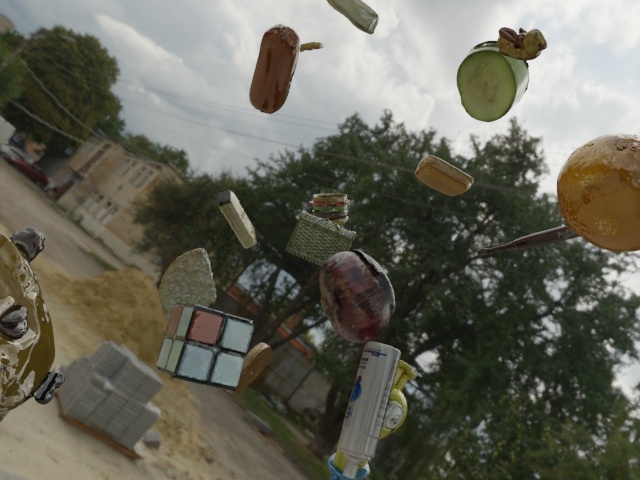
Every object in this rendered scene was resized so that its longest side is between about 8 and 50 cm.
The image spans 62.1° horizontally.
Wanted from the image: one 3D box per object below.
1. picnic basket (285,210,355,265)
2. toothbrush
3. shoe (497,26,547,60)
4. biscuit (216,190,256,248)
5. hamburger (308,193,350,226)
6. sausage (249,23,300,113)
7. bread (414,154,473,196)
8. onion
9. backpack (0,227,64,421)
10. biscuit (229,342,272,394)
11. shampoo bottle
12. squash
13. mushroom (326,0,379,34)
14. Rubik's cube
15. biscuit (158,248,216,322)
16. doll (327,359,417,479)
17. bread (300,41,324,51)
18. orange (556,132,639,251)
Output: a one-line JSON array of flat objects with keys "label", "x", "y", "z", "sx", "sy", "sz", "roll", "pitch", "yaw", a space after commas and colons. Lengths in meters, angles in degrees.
[{"label": "picnic basket", "x": 0.000, "y": 0.000, "z": 1.783, "sx": 0.197, "sy": 0.154, "sz": 0.134, "roll": 22, "pitch": -7, "yaw": -3}, {"label": "toothbrush", "x": 0.615, "y": -0.002, "z": 1.504, "sx": 0.364, "sy": 0.040, "sz": 0.041, "roll": -19, "pitch": -53, "yaw": 38}, {"label": "shoe", "x": 0.448, "y": -0.444, "z": 1.198, "sx": 0.109, "sy": 0.072, "sz": 0.069, "roll": 47, "pitch": -3, "yaw": 44}, {"label": "biscuit", "x": -0.224, "y": -0.053, "z": 1.438, "sx": 0.188, "sy": 0.052, "sz": 0.056, "roll": 65, "pitch": 5, "yaw": -46}, {"label": "hamburger", "x": 0.039, "y": -0.118, "z": 2.152, "sx": 0.175, "sy": 0.175, "sz": 0.136, "roll": 20, "pitch": -65, "yaw": 55}, {"label": "sausage", "x": -0.088, "y": -0.327, "z": 1.020, "sx": 0.076, "sy": 0.076, "sz": 0.197, "roll": 37, "pitch": -35, "yaw": 7}, {"label": "bread", "x": 0.431, "y": -0.220, "z": 1.869, "sx": 0.201, "sy": 0.077, "sz": 0.116, "roll": 28, "pitch": -29, "yaw": -7}, {"label": "onion", "x": 0.093, "y": 0.143, "z": 1.380, "sx": 0.246, "sy": 0.190, "sz": 0.246, "roll": 56, "pitch": -23, "yaw": 39}, {"label": "backpack", "x": -0.611, "y": 0.137, "z": 0.917, "sx": 0.377, "sy": 0.201, "sz": 0.353, "roll": 61, "pitch": 14, "yaw": -23}, {"label": "biscuit", "x": -0.198, "y": 0.357, "z": 1.500, "sx": 0.029, "sy": 0.141, "sz": 0.221, "roll": 29, "pitch": 28, "yaw": 16}, {"label": "shampoo bottle", "x": 0.107, "y": 0.393, "z": 1.237, "sx": 0.092, "sy": 0.303, "sz": 0.092, "roll": 17, "pitch": -18, "yaw": 6}, {"label": "squash", "x": 0.488, "y": -0.463, "z": 1.562, "sx": 0.220, "sy": 0.133, "sz": 0.220, "roll": 27, "pitch": -42, "yaw": 27}, {"label": "mushroom", "x": 0.049, "y": -0.525, "z": 1.153, "sx": 0.202, "sy": 0.059, "sz": 0.054, "roll": 48, "pitch": 13, "yaw": 8}, {"label": "Rubik's cube", "x": -0.290, "y": 0.263, "z": 1.328, "sx": 0.167, "sy": 0.180, "sz": 0.183, "roll": 22, "pitch": -14, "yaw": -28}, {"label": "biscuit", "x": -0.418, "y": 0.153, "z": 1.703, "sx": 0.188, "sy": 0.265, "sz": 0.040, "roll": 24, "pitch": -5, "yaw": 3}, {"label": "doll", "x": 0.129, "y": 0.483, "z": 1.413, "sx": 0.145, "sy": 0.363, "sz": 0.199, "roll": 21, "pitch": -22, "yaw": 40}, {"label": "bread", "x": -0.040, "y": -0.584, "z": 1.604, "sx": 0.110, "sy": 0.110, "sz": 0.024, "roll": 21, "pitch": -54, "yaw": 55}, {"label": "orange", "x": 0.538, "y": -0.085, "z": 0.966, "sx": 0.193, "sy": 0.219, "sz": 0.219, "roll": -11, "pitch": -41, "yaw": 29}]
